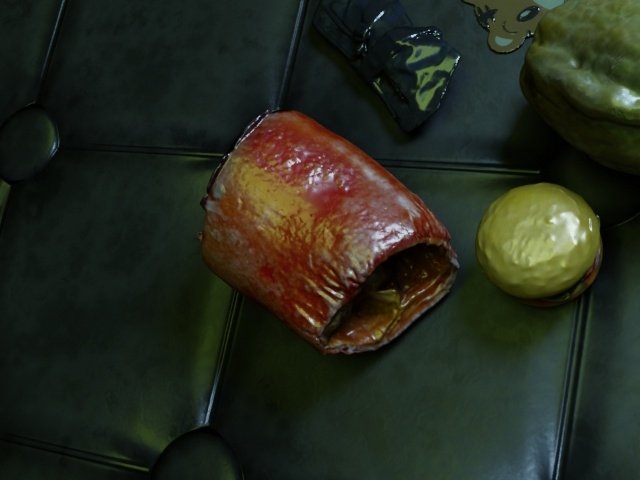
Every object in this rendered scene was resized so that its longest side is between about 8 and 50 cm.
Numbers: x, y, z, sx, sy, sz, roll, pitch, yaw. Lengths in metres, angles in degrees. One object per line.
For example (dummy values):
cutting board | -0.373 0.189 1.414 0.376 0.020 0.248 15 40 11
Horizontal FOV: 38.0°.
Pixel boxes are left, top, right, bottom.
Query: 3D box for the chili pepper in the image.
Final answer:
chili pepper | 0.000 0.000 1.245 0.251 0.229 0.305 -44 60 -14

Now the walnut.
walnut | 0.391 -0.203 1.138 0.283 0.227 0.283 -1 34 1

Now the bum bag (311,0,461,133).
bum bag | 0.095 -0.297 1.386 0.137 0.074 0.310 -45 60 16

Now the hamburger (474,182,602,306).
hamburger | 0.276 0.007 1.179 0.162 0.115 0.161 -8 68 20

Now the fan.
fan | 0.323 -0.373 1.344 0.227 0.008 0.152 -28 63 14
